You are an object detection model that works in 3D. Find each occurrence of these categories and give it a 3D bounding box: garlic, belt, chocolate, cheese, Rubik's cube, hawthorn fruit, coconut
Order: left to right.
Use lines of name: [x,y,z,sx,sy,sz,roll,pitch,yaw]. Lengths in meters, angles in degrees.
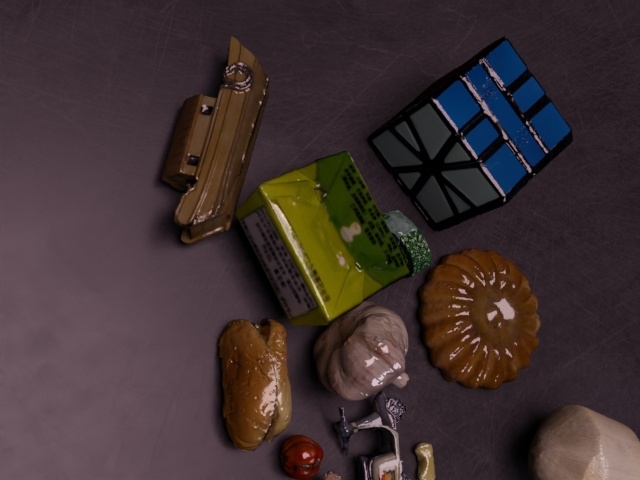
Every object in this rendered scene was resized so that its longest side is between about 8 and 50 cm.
hawthorn fruit: [-0.034,0.429,1.712,0.093,0.093,0.093,6,76,-25]
chocolate: [0.000,0.000,1.760,0.289,0.137,0.301,-27,89,-48]
garlic: [0.110,0.245,1.758,0.212,0.218,0.218,41,63,-27]
belt: [0.181,0.003,1.894,0.079,0.121,0.151,-34,90,-26]
cheese: [0.221,0.474,1.856,0.044,0.030,0.083,-4,86,-33]
Rubik's cube: [0.330,-0.229,1.929,0.283,0.293,0.288,-41,99,-25]
coconut: [0.571,0.489,1.915,0.266,0.237,0.237,26,68,-24]

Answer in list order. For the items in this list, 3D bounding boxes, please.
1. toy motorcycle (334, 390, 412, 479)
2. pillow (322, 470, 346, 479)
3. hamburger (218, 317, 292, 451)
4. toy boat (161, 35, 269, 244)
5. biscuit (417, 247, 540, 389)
toy motorcycle: [0.109,0.442,1.776,0.157,0.091,0.263,1,80,-22]
pillow: [0.007,0.574,1.681,0.126,0.043,0.232,30,82,7]
hamburger: [-0.123,0.271,1.678,0.124,0.131,0.262,2,73,-26]
toy boat: [-0.214,-0.205,1.751,0.162,0.136,0.445,13,69,3]
biscuit: [0.371,0.175,1.963,0.325,0.107,0.326,4,80,-26]
